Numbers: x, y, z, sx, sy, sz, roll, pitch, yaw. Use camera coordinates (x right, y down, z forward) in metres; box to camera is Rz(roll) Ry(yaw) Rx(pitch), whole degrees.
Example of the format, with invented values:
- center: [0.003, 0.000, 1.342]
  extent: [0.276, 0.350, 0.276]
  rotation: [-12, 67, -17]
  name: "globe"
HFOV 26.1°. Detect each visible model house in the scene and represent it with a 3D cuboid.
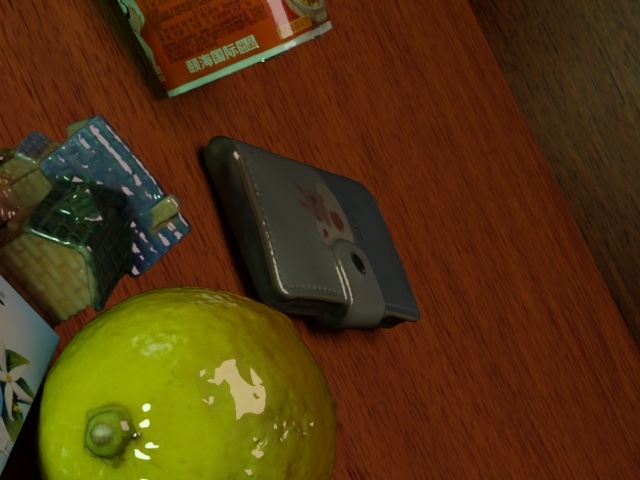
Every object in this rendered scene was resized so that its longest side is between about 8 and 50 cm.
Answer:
- center: [-0.222, -0.015, 1.230]
  extent: [0.166, 0.172, 0.183]
  rotation: [55, 26, -19]
  name: "model house"

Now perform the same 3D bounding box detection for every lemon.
- center: [-0.109, 0.163, 1.176]
  extent: [0.284, 0.261, 0.260]
  rotation: [62, 16, -54]
  name: "lemon"

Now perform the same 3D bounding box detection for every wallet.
- center: [0.000, 0.000, 1.775]
  extent: [0.360, 0.083, 0.252]
  rotation: [13, 48, -58]
  name: "wallet"

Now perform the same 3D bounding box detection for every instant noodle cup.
- center: [-0.140, -0.353, 1.660]
  extent: [0.307, 0.294, 0.294]
  rotation: [66, 23, -9]
  name: "instant noodle cup"

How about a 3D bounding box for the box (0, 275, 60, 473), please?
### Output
- center: [-0.301, 0.111, 1.053]
  extent: [0.142, 0.083, 0.232]
  rotation: [51, 28, -23]
  name: "box"
